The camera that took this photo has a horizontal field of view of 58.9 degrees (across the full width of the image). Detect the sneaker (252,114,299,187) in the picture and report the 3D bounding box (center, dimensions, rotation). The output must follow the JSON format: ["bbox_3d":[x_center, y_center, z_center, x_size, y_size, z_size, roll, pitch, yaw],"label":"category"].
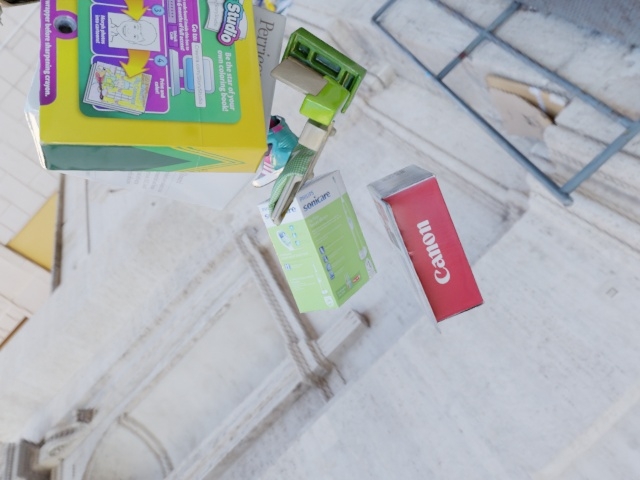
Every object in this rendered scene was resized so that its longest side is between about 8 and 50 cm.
[{"bbox_3d":[-0.153,-0.255,1.573,0.178,0.124,0.295,58,150,-11],"label":"sneaker"}]

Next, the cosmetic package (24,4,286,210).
[{"bbox_3d":[-0.317,-0.287,1.123,0.394,0.329,0.327,12,165,-19],"label":"cosmetic package"}]

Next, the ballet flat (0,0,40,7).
[{"bbox_3d":[-0.596,-0.595,1.281,0.124,0.342,0.116,32,137,38],"label":"ballet flat"}]

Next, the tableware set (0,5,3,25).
[{"bbox_3d":[-0.649,-0.489,1.065,0.168,0.020,0.141,65,174,-4],"label":"tableware set"}]

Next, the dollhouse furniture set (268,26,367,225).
[{"bbox_3d":[-0.062,-0.208,1.080,0.151,0.301,0.197,31,-135,0],"label":"dollhouse furniture set"}]

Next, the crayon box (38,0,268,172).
[{"bbox_3d":[-0.258,-0.289,0.880,0.106,0.313,0.363,140,126,-64],"label":"crayon box"}]

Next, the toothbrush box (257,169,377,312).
[{"bbox_3d":[0.000,0.000,1.363,0.206,0.122,0.283,-37,-69,-51],"label":"toothbrush box"}]

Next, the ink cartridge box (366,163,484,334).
[{"bbox_3d":[0.233,0.010,1.245,0.272,0.130,0.309,-104,-10,-76],"label":"ink cartridge box"}]
